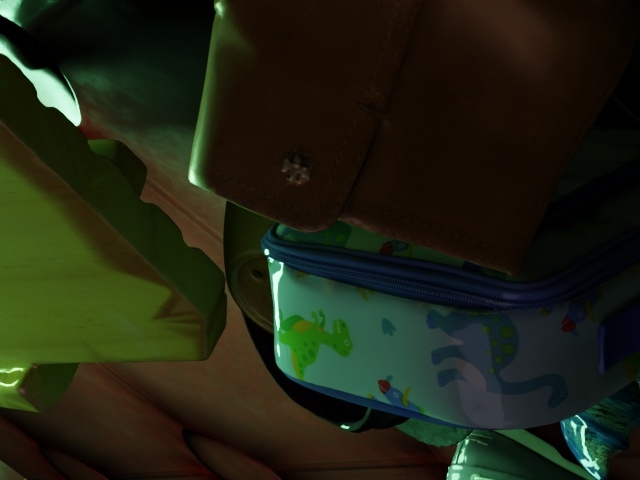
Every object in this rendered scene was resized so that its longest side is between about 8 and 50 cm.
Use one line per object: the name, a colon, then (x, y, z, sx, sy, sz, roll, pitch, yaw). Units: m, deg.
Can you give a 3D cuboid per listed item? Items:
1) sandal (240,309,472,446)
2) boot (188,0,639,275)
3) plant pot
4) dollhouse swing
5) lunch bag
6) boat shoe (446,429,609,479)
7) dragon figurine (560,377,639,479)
sandal: (0.004, 0.031, 1.136, 0.167, 0.107, 0.446, 21, 154, 26)
boot: (-0.018, -0.123, 0.694, 0.295, 0.211, 0.104, 26, -170, 9)
plant pot: (0.000, 0.000, 0.954, 0.134, 0.095, 0.134, 18, 140, 16)
dollhouse swing: (-0.203, -0.102, 1.030, 0.305, 0.315, 0.347, -20, 128, 34)
lunch bag: (0.097, 0.008, 0.824, 0.176, 0.219, 0.090, 13, 117, 41)
boat shoe: (0.188, 0.207, 1.313, 0.206, 0.065, 0.075, 31, 158, 5)
dragon figurine: (0.173, 0.075, 0.904, 0.144, 0.085, 0.289, 8, -162, -6)
